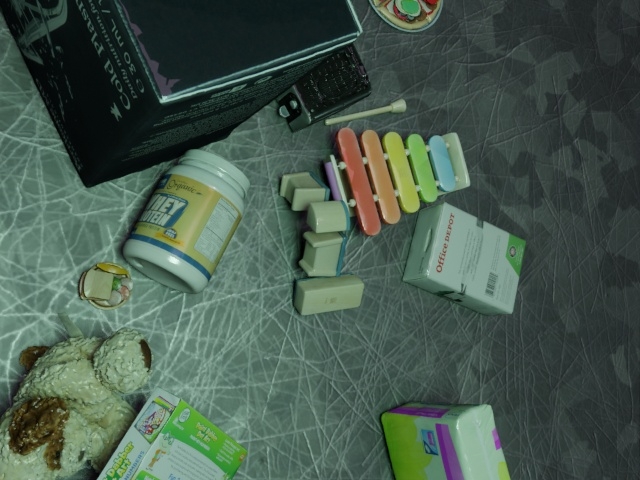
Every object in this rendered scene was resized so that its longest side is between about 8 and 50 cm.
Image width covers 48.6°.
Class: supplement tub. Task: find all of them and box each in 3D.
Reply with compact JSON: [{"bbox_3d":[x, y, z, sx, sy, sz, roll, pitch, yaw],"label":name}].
[{"bbox_3d":[-0.210,-0.030,1.137,0.144,0.144,0.199,32,69,-20],"label":"supplement tub"}]

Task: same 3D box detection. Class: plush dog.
[{"bbox_3d":[-0.367,0.245,0.968,0.211,0.262,0.225,20,32,3],"label":"plush dog"}]

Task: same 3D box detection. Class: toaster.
[{"bbox_3d":[-0.009,-0.310,1.303,0.186,0.110,0.168,-30,97,-27],"label":"toaster"}]

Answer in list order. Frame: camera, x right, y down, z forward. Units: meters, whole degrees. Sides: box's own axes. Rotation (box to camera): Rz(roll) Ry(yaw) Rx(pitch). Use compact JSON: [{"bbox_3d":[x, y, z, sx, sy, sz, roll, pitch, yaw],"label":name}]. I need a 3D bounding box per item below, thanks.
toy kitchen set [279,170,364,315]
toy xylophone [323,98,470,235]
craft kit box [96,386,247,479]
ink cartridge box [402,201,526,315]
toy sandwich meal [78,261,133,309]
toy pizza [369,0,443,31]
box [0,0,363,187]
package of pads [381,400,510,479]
[{"bbox_3d":[0.000,0.000,1.290,0.122,0.166,0.207,-5,121,-27],"label":"toy kitchen set"},{"bbox_3d":[0.129,-0.152,1.365,0.323,0.081,0.236,-24,93,-29],"label":"toy xylophone"},{"bbox_3d":[-0.232,0.373,1.037,0.246,0.061,0.250,-57,147,-20],"label":"craft kit box"},{"bbox_3d":[0.288,0.040,1.412,0.219,0.093,0.160,23,72,-22],"label":"ink cartridge box"},{"bbox_3d":[-0.337,0.071,1.121,0.086,0.029,0.085,4,80,-27],"label":"toy sandwich meal"},{"bbox_3d":[0.179,-0.535,1.478,0.201,0.032,0.201,4,80,-27],"label":"toy pizza"},{"bbox_3d":[-0.255,-0.378,0.981,0.297,0.472,0.479,-26,95,-27],"label":"box"},{"bbox_3d":[0.230,0.435,1.247,0.101,0.229,0.296,-13,87,-31],"label":"package of pads"}]
